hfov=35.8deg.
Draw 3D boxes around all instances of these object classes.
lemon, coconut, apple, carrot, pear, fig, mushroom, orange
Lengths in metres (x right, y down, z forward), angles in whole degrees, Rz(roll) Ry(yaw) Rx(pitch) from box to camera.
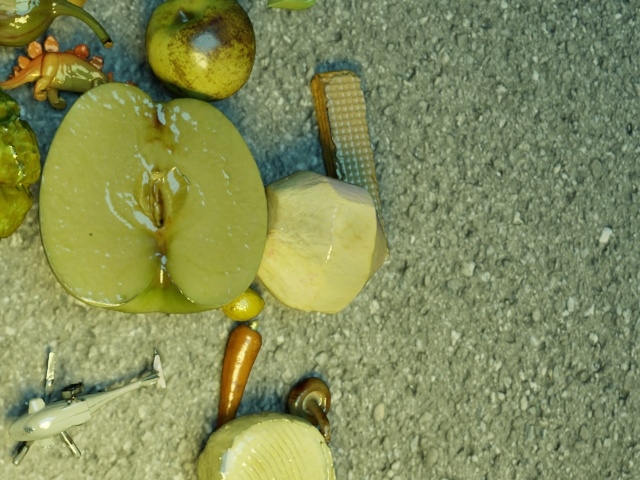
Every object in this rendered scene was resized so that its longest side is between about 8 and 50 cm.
[{"bbox_3d":[-0.143,0.113,1.771,0.092,0.065,0.065,3,83,-25],"label":"lemon"},{"bbox_3d":[0.000,0.000,1.760,0.259,0.259,0.259,3,84,-25],"label":"coconut"},{"bbox_3d":[-0.269,-0.063,1.615,0.311,0.320,0.361,-6,78,16],"label":"apple"},{"bbox_3d":[-0.157,0.261,1.762,0.061,0.061,0.257,18,86,-22],"label":"carrot"},{"bbox_3d":[-0.203,-0.331,1.726,0.197,0.197,0.197,3,84,-25],"label":"pear"},{"bbox_3d":[-0.446,-0.371,1.602,0.245,0.149,0.149,15,77,8],"label":"fig"},{"bbox_3d":[-0.018,0.315,1.800,0.088,0.072,0.130,24,41,-42],"label":"mushroom"},{"bbox_3d":[-0.576,-0.109,1.502,0.301,0.223,0.300,16,92,2],"label":"orange"}]

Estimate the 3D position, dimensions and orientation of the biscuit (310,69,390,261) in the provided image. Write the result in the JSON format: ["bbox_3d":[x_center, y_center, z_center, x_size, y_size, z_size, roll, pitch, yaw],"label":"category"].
[{"bbox_3d":[0.059,-0.139,1.897,0.094,0.054,0.379,-10,89,-27],"label":"biscuit"}]

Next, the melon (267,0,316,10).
[{"bbox_3d":[-0.087,-0.523,1.866,0.118,0.064,0.210,-35,102,-25],"label":"melon"}]

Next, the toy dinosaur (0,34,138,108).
[{"bbox_3d":[-0.445,-0.286,1.672,0.288,0.070,0.117,2,73,-29],"label":"toy dinosaur"}]

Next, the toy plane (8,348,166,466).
[{"bbox_3d":[-0.373,0.275,1.627,0.273,0.107,0.182,2,89,-29],"label":"toy plane"}]

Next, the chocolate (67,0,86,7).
[{"bbox_3d":[-0.402,-0.447,1.623,0.085,0.219,0.086,2,84,-21],"label":"chocolate"}]

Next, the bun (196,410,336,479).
[{"bbox_3d":[-0.101,0.417,1.709,0.259,0.152,0.260,2,87,-32],"label":"bun"}]
